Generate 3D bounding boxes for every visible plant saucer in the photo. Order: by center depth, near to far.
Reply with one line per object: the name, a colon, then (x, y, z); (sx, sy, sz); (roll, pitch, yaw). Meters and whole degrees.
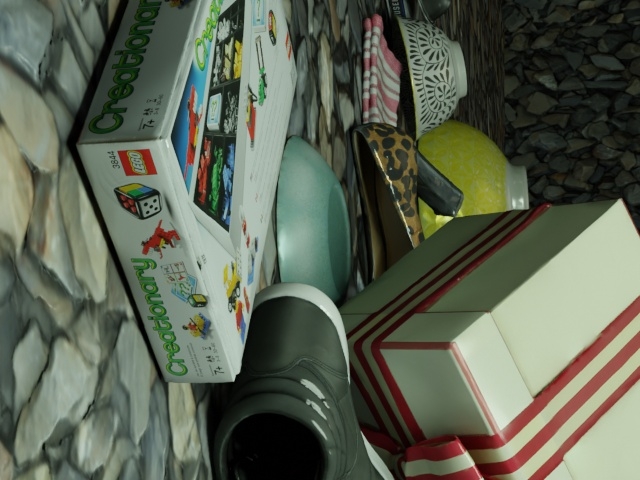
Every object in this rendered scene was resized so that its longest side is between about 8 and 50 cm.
plant saucer: (0.000, 0.000, 1.232); (0.195, 0.037, 0.195); (-4, 90, -79)

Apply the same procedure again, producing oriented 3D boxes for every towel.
towel: (0.077, -0.158, 1.657); (0.144, 0.029, 0.197); (54, 35, -68)

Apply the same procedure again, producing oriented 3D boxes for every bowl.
bowl: (0.147, -0.220, 1.791); (0.170, 0.080, 0.170); (170, -90, -89)
bowl: (0.248, -0.056, 2.146); (0.289, 0.156, 0.290); (-3, 90, -78)

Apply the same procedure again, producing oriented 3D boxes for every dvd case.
dvd case: (0.105, -0.394, 1.855); (0.179, 0.029, 0.239); (-82, 164, -44)

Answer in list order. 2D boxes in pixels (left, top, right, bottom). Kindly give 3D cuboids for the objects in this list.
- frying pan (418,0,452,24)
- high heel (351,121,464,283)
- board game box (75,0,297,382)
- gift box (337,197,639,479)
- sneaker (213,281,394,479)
frying pan: (0.121, -0.393, 1.750); (0.326, 0.053, 0.197); (20, 59, -74)
high heel: (0.062, 0.006, 1.518); (0.186, 0.093, 0.261); (38, 62, -39)
board game box: (-0.072, -0.087, 0.868); (0.305, 0.053, 0.193); (-81, 164, -46)
gift box: (0.158, 0.143, 1.133); (0.258, 0.255, 0.276); (-35, 101, -31)
sneaker: (-0.010, 0.192, 0.996); (0.147, 0.104, 0.296); (-68, 148, -58)
